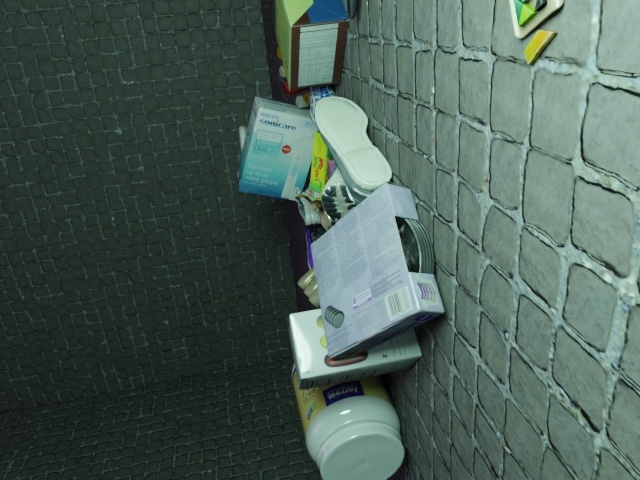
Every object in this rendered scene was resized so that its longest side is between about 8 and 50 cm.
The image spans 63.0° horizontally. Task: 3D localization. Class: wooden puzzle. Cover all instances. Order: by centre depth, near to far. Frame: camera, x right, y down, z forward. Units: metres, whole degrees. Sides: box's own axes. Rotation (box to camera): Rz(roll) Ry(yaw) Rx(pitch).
[{"bbox_3d":[0.198,-0.235,0.492,0.078,0.014,0.116,132,129,-79],"label":"wooden puzzle"}]

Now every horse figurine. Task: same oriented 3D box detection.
[{"bbox_3d":[0.027,-0.055,1.518,0.263,0.066,0.174,63,-158,7],"label":"horse figurine"}]

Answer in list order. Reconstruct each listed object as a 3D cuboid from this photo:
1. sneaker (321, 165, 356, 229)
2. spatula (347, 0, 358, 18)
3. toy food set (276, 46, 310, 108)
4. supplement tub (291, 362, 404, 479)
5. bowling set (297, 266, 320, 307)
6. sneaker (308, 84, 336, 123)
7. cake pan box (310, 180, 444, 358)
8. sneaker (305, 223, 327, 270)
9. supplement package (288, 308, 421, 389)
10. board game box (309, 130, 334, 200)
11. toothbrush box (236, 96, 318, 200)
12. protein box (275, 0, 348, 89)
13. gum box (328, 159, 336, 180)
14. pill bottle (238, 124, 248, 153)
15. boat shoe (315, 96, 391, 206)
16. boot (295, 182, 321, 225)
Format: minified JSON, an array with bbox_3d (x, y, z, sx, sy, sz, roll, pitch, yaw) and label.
[{"bbox_3d":[0.074,-0.066,1.247,0.275,0.107,0.110,77,-161,-47],"label":"sneaker"},{"bbox_3d":[0.063,-0.571,0.975,0.084,0.030,0.296,-115,18,-54],"label":"spatula"},{"bbox_3d":[-0.051,-0.523,1.695,0.232,0.105,0.111,58,150,21],"label":"toy food set"},{"bbox_3d":[0.065,0.434,1.346,0.331,0.241,0.241,-113,16,-58],"label":"supplement tub"},{"bbox_3d":[0.061,0.151,1.527,0.200,0.154,0.287,45,178,-16],"label":"bowling set"},{"bbox_3d":[0.002,-0.385,1.422,0.211,0.080,0.081,-109,10,-45],"label":"sneaker"},{"bbox_3d":[0.090,0.059,0.953,0.267,0.070,0.245,-41,52,44],"label":"cake pan box"},{"bbox_3d":[-0.001,0.000,1.785,0.146,0.102,0.293,91,167,-49],"label":"sneaker"},{"bbox_3d":[0.064,0.214,1.092,0.134,0.244,0.139,98,160,-64],"label":"supplement package"},{"bbox_3d":[0.015,-0.208,1.406,0.092,0.043,0.181,-40,-39,-55],"label":"board game box"},{"bbox_3d":[-0.141,-0.300,1.733,0.126,0.217,0.295,-112,37,-56],"label":"toothbrush box"},{"bbox_3d":[-0.028,-0.520,1.283,0.201,0.136,0.199,99,160,-63],"label":"protein box"},{"bbox_3d":[0.061,-0.116,1.372,0.107,0.062,0.188,-108,11,-49],"label":"gum box"},{"bbox_3d":[-0.152,-0.347,1.869,0.153,0.265,0.153,172,90,-81],"label":"pill bottle"},{"bbox_3d":[0.059,-0.195,1.131,0.099,0.116,0.319,96,158,-48],"label":"boat shoe"},{"bbox_3d":[-0.023,-0.158,1.685,0.095,0.124,0.258,91,167,-50],"label":"boot"}]
